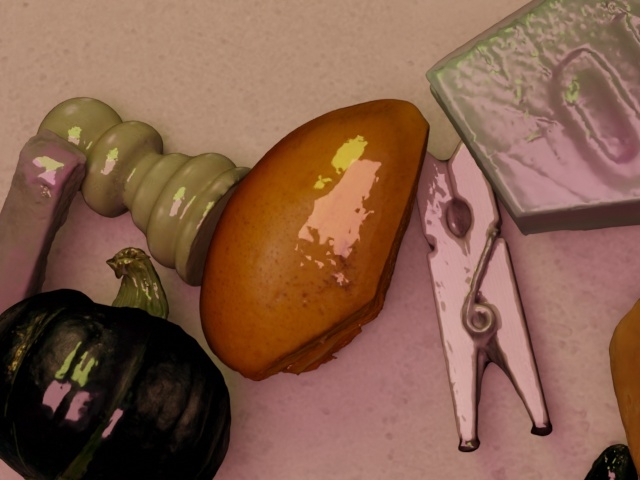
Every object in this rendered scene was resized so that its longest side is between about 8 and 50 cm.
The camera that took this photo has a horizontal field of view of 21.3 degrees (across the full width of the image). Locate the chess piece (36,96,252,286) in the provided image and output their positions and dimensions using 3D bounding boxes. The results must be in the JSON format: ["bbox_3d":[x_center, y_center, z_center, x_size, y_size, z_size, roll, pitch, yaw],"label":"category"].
[{"bbox_3d":[-0.204,-0.072,1.896,0.251,0.144,0.144,31,97,18],"label":"chess piece"}]

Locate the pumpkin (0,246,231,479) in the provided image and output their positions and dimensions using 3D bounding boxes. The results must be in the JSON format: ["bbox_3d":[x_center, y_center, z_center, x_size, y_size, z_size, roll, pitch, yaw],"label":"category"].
[{"bbox_3d":[-0.222,0.152,1.829,0.296,0.296,0.296,0,90,14],"label":"pumpkin"}]

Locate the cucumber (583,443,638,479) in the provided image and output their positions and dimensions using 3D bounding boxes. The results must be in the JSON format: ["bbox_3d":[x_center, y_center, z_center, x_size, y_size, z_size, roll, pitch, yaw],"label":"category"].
[{"bbox_3d":[0.288,0.363,1.794,0.081,0.072,0.303,4,87,59],"label":"cucumber"}]

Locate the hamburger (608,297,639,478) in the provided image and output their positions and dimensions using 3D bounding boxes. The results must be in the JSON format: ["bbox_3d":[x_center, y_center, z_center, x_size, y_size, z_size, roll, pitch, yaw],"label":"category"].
[{"bbox_3d":[0.442,0.146,1.716,0.318,0.158,0.319,0,90,12],"label":"hamburger"}]

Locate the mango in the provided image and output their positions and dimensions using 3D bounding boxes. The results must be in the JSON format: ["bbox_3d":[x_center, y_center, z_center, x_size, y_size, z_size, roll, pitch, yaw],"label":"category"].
[{"bbox_3d":[0.000,0.000,1.787,0.199,0.201,0.350,19,114,-24],"label":"mango"}]

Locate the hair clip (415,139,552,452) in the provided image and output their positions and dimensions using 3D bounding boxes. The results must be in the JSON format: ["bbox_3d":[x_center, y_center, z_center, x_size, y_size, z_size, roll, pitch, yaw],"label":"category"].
[{"bbox_3d":[0.167,0.054,1.819,0.101,0.085,0.331,-12,85,12],"label":"hair clip"}]

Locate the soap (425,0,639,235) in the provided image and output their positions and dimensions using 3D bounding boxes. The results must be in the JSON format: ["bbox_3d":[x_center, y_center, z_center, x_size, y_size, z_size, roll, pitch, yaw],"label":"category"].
[{"bbox_3d":[0.358,-0.176,1.709,0.446,0.156,0.261,-32,82,2],"label":"soap"}]

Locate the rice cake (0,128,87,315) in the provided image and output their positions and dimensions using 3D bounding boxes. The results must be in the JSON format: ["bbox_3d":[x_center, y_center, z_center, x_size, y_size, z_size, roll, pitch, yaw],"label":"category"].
[{"bbox_3d":[-0.349,0.063,1.901,0.070,0.064,0.399,27,113,13],"label":"rice cake"}]
